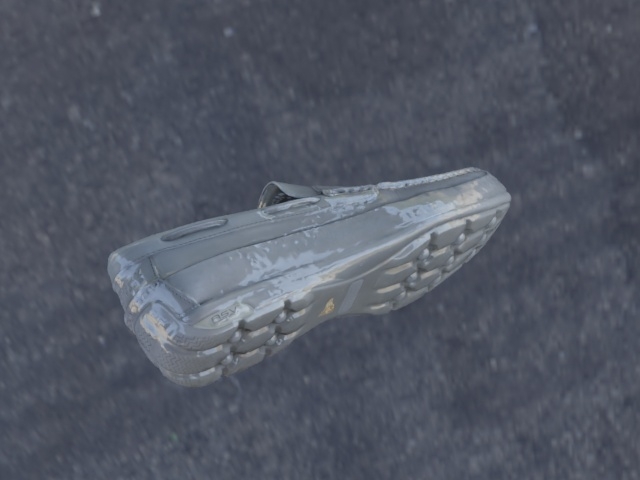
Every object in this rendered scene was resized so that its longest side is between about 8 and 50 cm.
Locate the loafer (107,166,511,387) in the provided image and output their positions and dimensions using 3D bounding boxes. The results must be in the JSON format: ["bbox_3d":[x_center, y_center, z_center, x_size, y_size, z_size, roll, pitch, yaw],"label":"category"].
[{"bbox_3d":[0.000,0.000,1.296,0.319,0.112,0.111,-18,61,-37],"label":"loafer"}]
